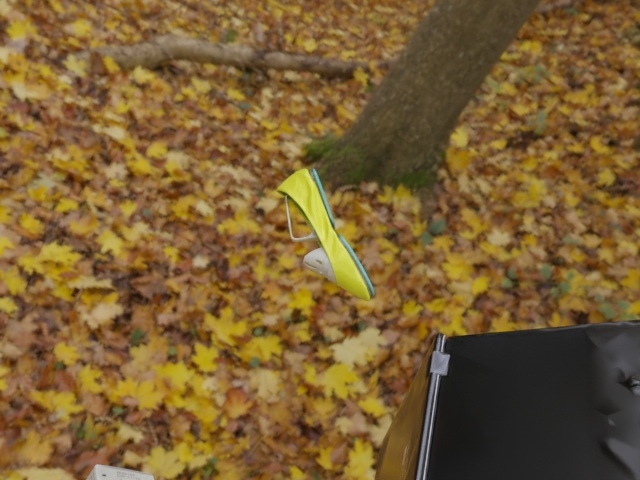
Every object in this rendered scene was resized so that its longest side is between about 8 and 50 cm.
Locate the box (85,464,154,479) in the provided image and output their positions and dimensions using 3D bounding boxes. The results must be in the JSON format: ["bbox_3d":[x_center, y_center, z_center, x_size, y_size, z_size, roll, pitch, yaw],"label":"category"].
[{"bbox_3d":[-0.420,0.576,1.477,0.121,0.311,0.148,22,24,-33],"label":"box"}]

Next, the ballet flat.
[{"bbox_3d":[0.000,0.000,1.209,0.077,0.077,0.231,-24,73,-6],"label":"ballet flat"}]

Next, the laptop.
[{"bbox_3d":[0.189,0.305,0.823,0.236,0.408,0.382,17,47,1],"label":"laptop"}]
